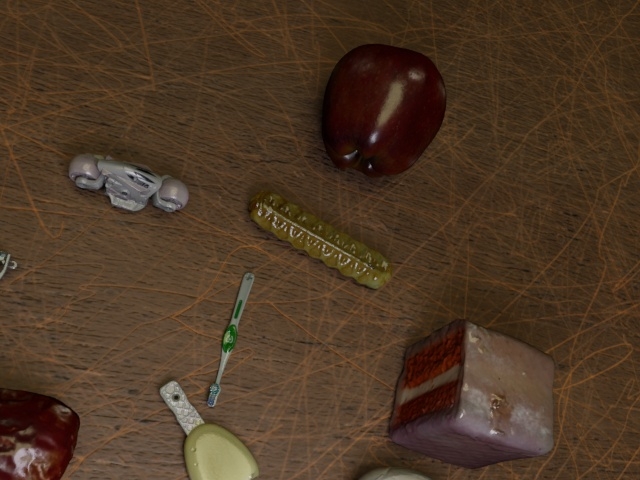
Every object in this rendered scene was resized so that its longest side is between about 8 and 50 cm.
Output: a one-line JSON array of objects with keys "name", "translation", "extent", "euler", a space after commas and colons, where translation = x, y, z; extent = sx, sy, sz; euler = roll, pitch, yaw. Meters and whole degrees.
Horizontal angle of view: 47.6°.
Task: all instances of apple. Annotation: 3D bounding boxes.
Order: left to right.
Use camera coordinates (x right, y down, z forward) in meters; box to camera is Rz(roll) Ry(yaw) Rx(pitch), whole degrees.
[{"name": "apple", "translation": [0.144, -0.310, 1.714], "extent": [0.288, 0.288, 0.316], "euler": [26, 72, -10]}]

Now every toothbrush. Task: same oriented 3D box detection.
[{"name": "toothbrush", "translation": [-0.188, 0.201, 1.526], "extent": [0.030, 0.030, 0.304], "euler": [21, 61, -12]}]

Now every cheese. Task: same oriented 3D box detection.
[{"name": "cheese", "translation": [-0.234, 0.388, 1.420], "extent": [0.127, 0.050, 0.255], "euler": [-34, 83, -27]}]

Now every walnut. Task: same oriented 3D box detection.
[{"name": "walnut", "translation": [-0.558, 0.339, 1.235], "extent": [0.269, 0.221, 0.244], "euler": [20, 32, -20]}]

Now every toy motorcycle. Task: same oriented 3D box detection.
[{"name": "toy motorcycle", "translation": [-0.399, -0.126, 1.526], "extent": [0.254, 0.112, 0.112], "euler": [15, 65, -16]}]

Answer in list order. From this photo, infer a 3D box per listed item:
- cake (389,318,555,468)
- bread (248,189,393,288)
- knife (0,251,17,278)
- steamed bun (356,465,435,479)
[{"name": "cake", "translation": [0.308, 0.329, 1.507], "extent": [0.230, 0.309, 0.237], "euler": [26, 59, -15]}, {"name": "bread", "translation": [0.000, -0.001, 1.648], "extent": [0.368, 0.084, 0.077], "euler": [30, 20, -9]}, {"name": "knife", "translation": [-0.653, 0.148, 1.354], "extent": [0.123, 0.053, 0.278], "euler": [11, 67, -21]}, {"name": "steamed bun", "translation": [0.155, 0.545, 1.457], "extent": [0.228, 0.131, 0.177], "euler": [10, 77, -18]}]
